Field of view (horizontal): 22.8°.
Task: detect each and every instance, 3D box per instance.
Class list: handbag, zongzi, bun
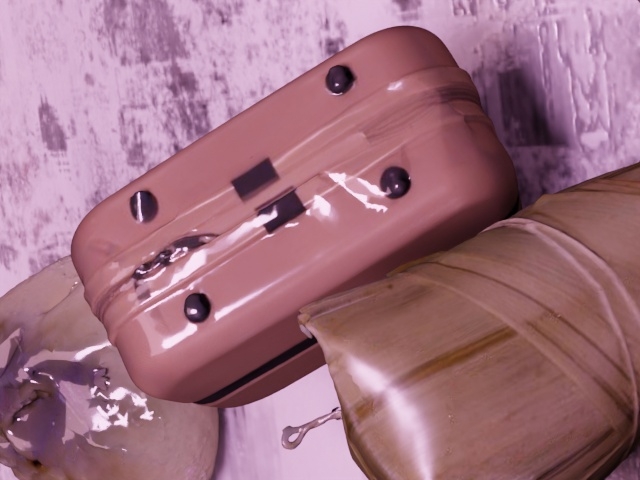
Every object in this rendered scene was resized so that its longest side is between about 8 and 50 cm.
[{"bbox_3d":[0.000,0.000,1.145,0.302,0.283,0.149,-33,73,5],"label":"handbag"},{"bbox_3d":[0.178,0.070,1.105,0.181,0.418,0.447,57,174,11],"label":"zongzi"},{"bbox_3d":[-0.218,0.145,1.468,0.273,0.168,0.273,12,109,36],"label":"bun"}]

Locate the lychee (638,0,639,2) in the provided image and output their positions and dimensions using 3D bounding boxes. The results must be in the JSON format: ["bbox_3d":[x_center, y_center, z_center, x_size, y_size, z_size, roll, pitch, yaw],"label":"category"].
[{"bbox_3d":[0.205,-0.260,0.864,0.255,0.255,0.274,-42,37,43],"label":"lychee"}]
